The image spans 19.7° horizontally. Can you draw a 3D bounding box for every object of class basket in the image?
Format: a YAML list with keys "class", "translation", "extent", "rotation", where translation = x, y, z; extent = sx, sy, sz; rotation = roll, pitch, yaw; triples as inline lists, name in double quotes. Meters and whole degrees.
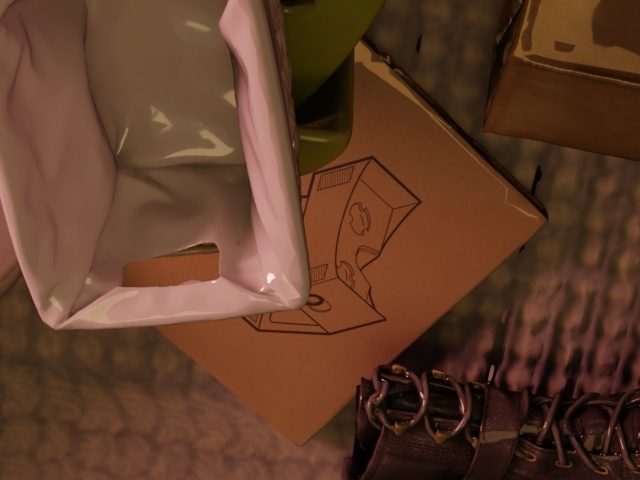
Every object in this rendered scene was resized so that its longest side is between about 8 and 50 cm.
- class: "basket"
  translation: [-0.066, -0.061, 0.723]
  extent: [0.113, 0.103, 0.167]
  rotation: [-5, 126, 6]

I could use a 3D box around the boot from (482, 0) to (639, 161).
- class: "boot"
  translation: [0.214, -0.041, 0.970]
  extent: [0.269, 0.089, 0.236]
  rotation: [13, 100, -7]

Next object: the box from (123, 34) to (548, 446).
- class: "box"
  translation: [0.000, 0.000, 1.018]
  extent: [0.164, 0.021, 0.201]
  rotation: [42, 106, -16]

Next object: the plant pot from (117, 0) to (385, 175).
- class: "plant pot"
  translation: [-0.067, -0.164, 0.844]
  extent: [0.228, 0.227, 0.207]
  rotation: [9, 120, -4]

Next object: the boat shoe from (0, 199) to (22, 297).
- class: "boat shoe"
  translation: [-0.322, 0.049, 1.000]
  extent: [0.340, 0.158, 0.127]
  rotation: [-17, 73, -15]

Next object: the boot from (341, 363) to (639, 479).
- class: "boot"
  translation: [0.131, 0.105, 0.976]
  extent: [0.229, 0.091, 0.263]
  rotation: [11, 151, -8]
